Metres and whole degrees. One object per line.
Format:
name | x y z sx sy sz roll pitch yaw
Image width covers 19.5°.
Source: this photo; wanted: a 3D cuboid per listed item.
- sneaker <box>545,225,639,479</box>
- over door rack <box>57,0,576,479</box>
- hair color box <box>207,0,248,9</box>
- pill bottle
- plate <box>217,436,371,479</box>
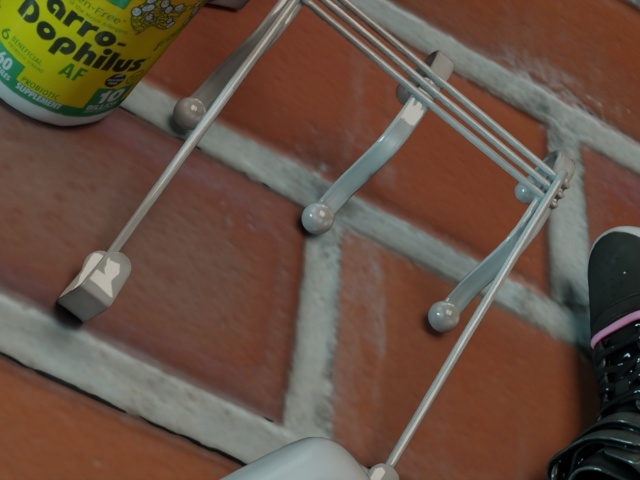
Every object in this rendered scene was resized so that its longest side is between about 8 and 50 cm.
sneaker | 0.212 0.111 1.243 0.146 0.104 0.296 12 54 -41
over door rack | 0.000 0.000 1.165 0.239 0.108 0.324 38 54 -10
hair color box | -0.036 -0.315 1.169 0.185 0.374 0.114 6 53 -39
pill bottle | -0.119 -0.171 1.104 0.117 0.208 0.118 24 44 -26
plate | -0.002 0.230 0.901 0.278 0.045 0.277 -19 62 -45
